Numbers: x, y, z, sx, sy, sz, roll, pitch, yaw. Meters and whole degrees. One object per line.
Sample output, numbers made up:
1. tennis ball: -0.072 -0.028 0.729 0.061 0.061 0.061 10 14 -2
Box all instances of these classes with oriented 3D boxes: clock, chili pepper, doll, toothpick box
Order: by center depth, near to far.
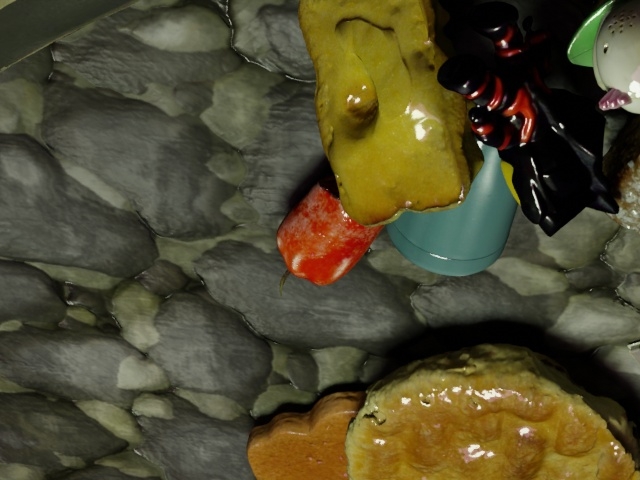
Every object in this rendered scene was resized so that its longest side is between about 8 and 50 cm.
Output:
1. clock: 0.314 -0.175 1.508 0.231 0.144 0.103 -14 133 28
2. doll: 0.188 -0.099 1.568 0.127 0.088 0.248 -46 131 3
3. toothpick box: 0.135 -0.067 1.697 0.120 0.120 0.184 14 132 0
4. chili pepper: 0.000 0.000 1.834 0.086 0.084 0.192 37 131 -1

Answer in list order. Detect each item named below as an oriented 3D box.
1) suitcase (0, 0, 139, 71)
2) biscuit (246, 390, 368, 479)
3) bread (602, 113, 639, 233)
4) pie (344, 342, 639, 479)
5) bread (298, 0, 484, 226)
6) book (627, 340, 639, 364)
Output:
1. suitcase: -0.313 -0.337 1.475 0.283 0.194 0.434 -21 129 33
2. biscuit: 0.079 0.242 2.099 0.334 0.047 0.202 -5 135 15
3. bread: 0.472 -0.024 1.653 0.416 0.113 0.165 21 136 -5
4. pie: 0.191 0.236 1.984 0.339 0.083 0.339 7 138 7
5. bread: 0.068 -0.133 1.601 0.088 0.233 0.161 -6 178 -39
6. book: 0.433 0.127 1.900 0.181 0.014 0.127 -20 128 32
